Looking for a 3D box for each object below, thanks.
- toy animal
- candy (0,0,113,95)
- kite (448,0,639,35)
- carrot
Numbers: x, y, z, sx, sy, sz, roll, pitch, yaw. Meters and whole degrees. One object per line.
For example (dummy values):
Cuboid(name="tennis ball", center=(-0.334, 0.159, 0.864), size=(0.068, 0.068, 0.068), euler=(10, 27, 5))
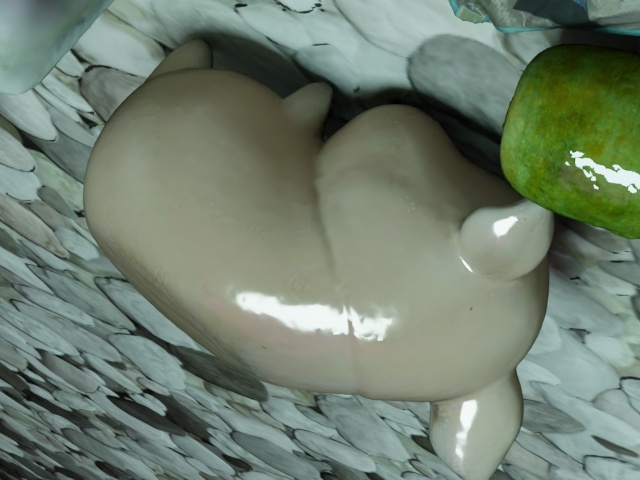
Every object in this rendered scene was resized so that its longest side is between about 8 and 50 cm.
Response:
Cuboid(name="toy animal", center=(-0.003, -0.002, 0.816), size=(0.250, 0.154, 0.166), euler=(19, 149, 20))
Cuboid(name="candy", center=(-0.255, -0.186, 0.729), size=(0.359, 0.145, 0.208), euler=(13, 154, 35))
Cuboid(name="kite", center=(0.095, -0.145, 0.546), size=(0.406, 0.014, 0.368), euler=(30, 160, -2))
Cuboid(name="carrot", center=(0.239, 0.001, 0.626), size=(0.359, 0.074, 0.074), euler=(19, 157, 18))
